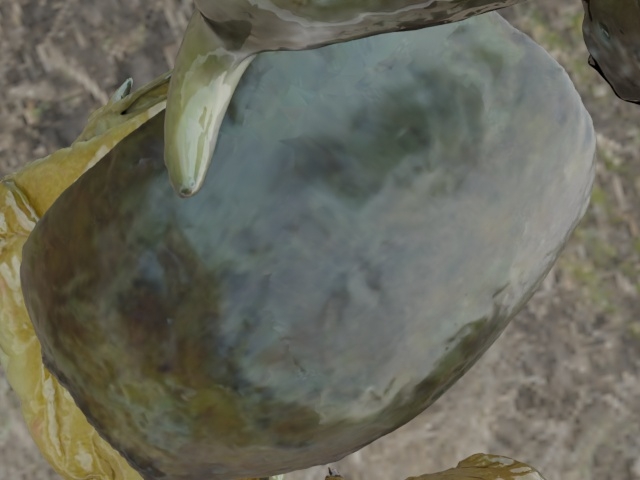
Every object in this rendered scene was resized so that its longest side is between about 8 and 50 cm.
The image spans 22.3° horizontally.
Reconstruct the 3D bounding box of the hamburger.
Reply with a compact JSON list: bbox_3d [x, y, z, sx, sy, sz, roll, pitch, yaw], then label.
[{"bbox_3d":[-0.133,0.030,1.145,0.162,0.209,0.330,-32,122,-72],"label":"hamburger"}]

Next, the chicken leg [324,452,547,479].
[{"bbox_3d":[0.125,0.277,1.287,0.295,0.182,0.409,50,5,30],"label":"chicken leg"}]

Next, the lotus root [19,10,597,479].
[{"bbox_3d":[-0.002,-0.003,0.870,0.210,0.314,0.142,47,-9,10],"label":"lotus root"}]

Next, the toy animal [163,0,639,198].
[{"bbox_3d":[0.054,-0.107,0.442,0.121,0.233,0.168,-45,127,-72],"label":"toy animal"}]
